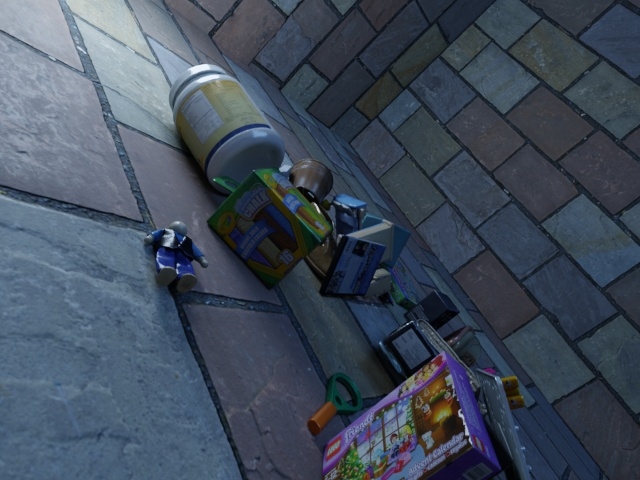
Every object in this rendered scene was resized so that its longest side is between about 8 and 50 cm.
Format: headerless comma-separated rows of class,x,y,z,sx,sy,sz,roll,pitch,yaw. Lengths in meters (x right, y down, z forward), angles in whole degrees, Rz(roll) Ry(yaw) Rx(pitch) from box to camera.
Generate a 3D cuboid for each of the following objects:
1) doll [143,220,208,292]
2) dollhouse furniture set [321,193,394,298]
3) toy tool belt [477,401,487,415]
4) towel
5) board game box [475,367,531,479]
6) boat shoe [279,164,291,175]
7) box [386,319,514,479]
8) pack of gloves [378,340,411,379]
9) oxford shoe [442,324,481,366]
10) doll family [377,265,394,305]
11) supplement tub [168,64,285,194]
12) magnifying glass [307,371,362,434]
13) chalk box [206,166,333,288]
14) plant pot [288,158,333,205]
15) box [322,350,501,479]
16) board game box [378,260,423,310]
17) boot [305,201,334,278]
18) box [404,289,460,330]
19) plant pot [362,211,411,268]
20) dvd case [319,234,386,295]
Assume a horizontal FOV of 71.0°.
doll,-0.267,0.023,0.843,0.129,0.046,0.189,25,21,-31
dollhouse furniture set,0.077,0.022,1.567,0.198,0.287,0.303,-17,30,-30
toy tool belt,0.588,0.599,1.610,0.083,0.052,0.051,25,37,-51
towel,0.403,0.400,1.445,0.282,0.049,0.187,51,-15,41
board game box,0.491,0.525,1.127,0.390,0.050,0.390,46,30,-72
boat shoe,-0.168,-0.208,1.476,0.102,0.108,0.301,23,13,0
box,0.331,0.399,1.220,0.395,0.097,0.318,55,5,13
pack of gloves,0.228,0.385,1.225,0.232,0.046,0.195,53,4,39
oxford shoe,0.585,0.436,1.815,0.397,0.140,0.147,12,47,-58
doll family,0.228,0.154,1.664,0.193,0.076,0.111,50,-2,23
supplement tub,-0.266,-0.309,1.246,0.316,0.228,0.228,55,19,22
magnifying glass,0.030,0.335,0.921,0.092,0.026,0.231,52,16,12
chalk box,-0.137,-0.063,1.106,0.289,0.179,0.180,47,17,-2
plant pot,-0.048,-0.174,1.568,0.167,0.167,0.165,42,34,-18
box,0.115,0.328,0.686,0.057,0.293,0.201,41,18,-11
board game box,0.336,0.174,1.925,0.213,0.046,0.317,33,23,-40
boot,0.000,0.000,1.404,0.112,0.115,0.305,29,27,-49
box,0.433,0.283,1.737,0.156,0.158,0.093,22,31,-55
plant pot,0.200,-0.024,1.783,0.234,0.166,0.165,26,3,-38
dvd case,0.103,0.082,1.354,0.022,0.181,0.253,28,9,33
